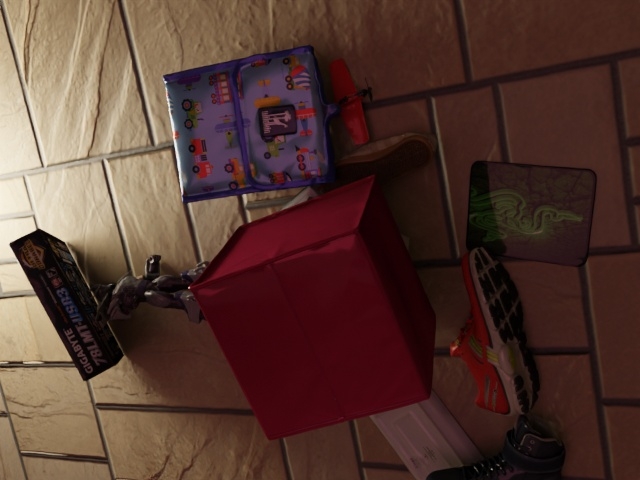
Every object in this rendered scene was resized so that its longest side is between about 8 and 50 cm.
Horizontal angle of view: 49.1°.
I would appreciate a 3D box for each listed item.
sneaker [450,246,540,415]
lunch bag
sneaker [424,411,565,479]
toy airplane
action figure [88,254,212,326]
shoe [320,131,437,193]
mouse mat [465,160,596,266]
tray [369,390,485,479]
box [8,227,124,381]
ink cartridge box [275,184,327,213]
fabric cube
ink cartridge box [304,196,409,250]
[{"bbox_3d":[0.257,0.152,1.122,0.118,0.107,0.279,-10,96,40],"label":"sneaker"},{"bbox_3d":[-0.096,-0.192,1.184,0.293,0.138,0.221,-6,96,26],"label":"lunch bag"},{"bbox_3d":[0.285,0.355,1.143,0.226,0.086,0.164,1,113,1],"label":"sneaker"},{"bbox_3d":[0.024,-0.224,1.170,0.151,0.028,0.151,6,100,35],"label":"toy airplane"},{"bbox_3d":[-0.323,0.096,1.374,0.284,0.185,0.099,-1,128,12],"label":"action figure"},{"bbox_3d":[0.097,-0.125,1.157,0.219,0.058,0.077,-17,116,34],"label":"shoe"},{"bbox_3d":[0.321,-0.042,1.087,0.189,0.007,0.153,8,108,26],"label":"mouse mat"},{"bbox_3d":[0.197,0.376,1.254,0.145,0.030,0.270,-41,84,31],"label":"tray"},{"bbox_3d":[-0.502,0.131,1.420,0.073,0.295,0.293,-29,92,-13],"label":"box"},{"bbox_3d":[0.000,0.000,1.257,0.179,0.045,0.145,45,120,-11],"label":"ink cartridge box"},{"bbox_3d":[0.004,0.092,1.033,0.259,0.254,0.258,-20,107,18],"label":"fabric cube"},{"bbox_3d":[0.038,0.031,1.185,0.190,0.082,0.140,22,114,1],"label":"ink cartridge box"}]
